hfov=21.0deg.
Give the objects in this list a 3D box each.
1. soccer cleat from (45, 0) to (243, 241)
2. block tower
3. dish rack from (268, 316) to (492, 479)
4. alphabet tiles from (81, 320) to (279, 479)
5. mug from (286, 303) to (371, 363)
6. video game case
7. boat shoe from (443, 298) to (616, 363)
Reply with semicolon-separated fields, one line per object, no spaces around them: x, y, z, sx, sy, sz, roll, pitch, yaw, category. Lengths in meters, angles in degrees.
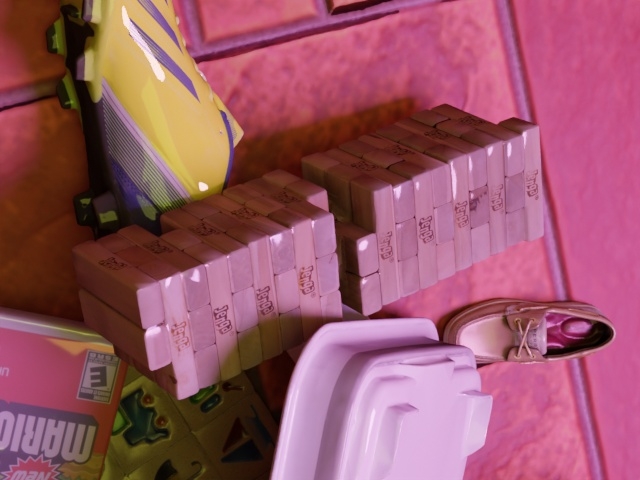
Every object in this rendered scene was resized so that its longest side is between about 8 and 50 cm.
-0.116;-0.101;1.205;0.121;0.093;0.289;-11;102;-25;soccer cleat
0.000;0.000;1.191;0.335;0.097;0.091;-22;120;-29;block tower
0.037;0.223;1.197;0.072;0.285;0.333;12;93;23;dish rack
-0.176;0.226;1.265;0.342;0.011;0.285;-33;105;-10;alphabet tiles
0.007;0.071;1.275;0.064;0.062;0.078;-35;98;-2;mug
-0.260;0.180;1.196;0.204;0.025;0.285;12;101;-18;video game case
0.162;0.070;1.326;0.135;0.045;0.050;-7;99;-15;boat shoe
